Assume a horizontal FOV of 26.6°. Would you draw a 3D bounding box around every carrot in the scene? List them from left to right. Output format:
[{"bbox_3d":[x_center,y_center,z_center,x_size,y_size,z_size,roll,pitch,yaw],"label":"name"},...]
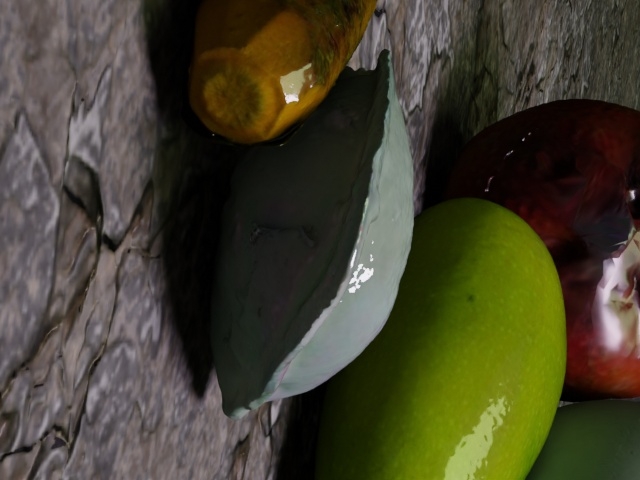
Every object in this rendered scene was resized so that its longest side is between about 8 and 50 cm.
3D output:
[{"bbox_3d":[-0.018,-0.114,0.702,0.173,0.082,0.082,-68,156,-50],"label":"carrot"}]

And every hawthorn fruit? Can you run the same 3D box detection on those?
[{"bbox_3d":[0.248,0.016,1.227,0.311,0.295,0.295,44,54,-63],"label":"hawthorn fruit"}]

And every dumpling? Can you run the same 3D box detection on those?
[{"bbox_3d":[-0.009,-0.003,0.718,0.216,0.105,0.149,-70,162,-2],"label":"dumpling"}]

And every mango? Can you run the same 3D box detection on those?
[{"bbox_3d":[0.085,0.120,0.974,0.343,0.156,0.192,-63,142,-39],"label":"mango"}]

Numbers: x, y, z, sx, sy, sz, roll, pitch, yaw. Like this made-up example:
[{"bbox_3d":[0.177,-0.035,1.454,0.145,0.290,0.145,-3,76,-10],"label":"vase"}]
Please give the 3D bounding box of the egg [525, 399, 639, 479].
[{"bbox_3d":[0.233,0.269,1.088,0.389,0.276,0.276,-31,125,-74],"label":"egg"}]
